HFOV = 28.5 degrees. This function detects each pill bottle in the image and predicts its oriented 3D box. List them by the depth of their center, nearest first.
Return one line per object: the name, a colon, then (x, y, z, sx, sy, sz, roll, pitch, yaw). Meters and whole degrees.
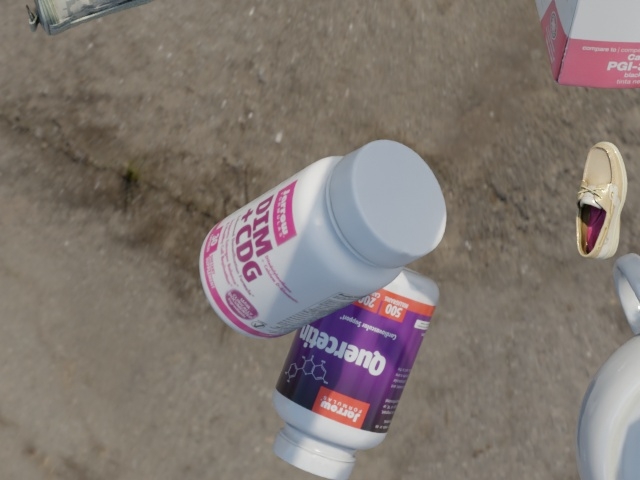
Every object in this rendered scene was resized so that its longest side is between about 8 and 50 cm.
pill bottle: (0.000, 0.000, 1.435, 0.160, 0.160, 0.283, 47, 137, -13)
pill bottle: (0.042, 0.181, 1.862, 0.181, 0.181, 0.323, 20, 92, -4)

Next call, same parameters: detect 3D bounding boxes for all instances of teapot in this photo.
teapot: (0.348, 0.177, 1.195, 0.252, 0.187, 0.256, 24, 98, -5)

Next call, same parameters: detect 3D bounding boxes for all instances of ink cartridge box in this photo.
ink cartridge box: (0.305, -0.327, 1.279, 0.117, 0.207, 0.283, 2, 137, -4)

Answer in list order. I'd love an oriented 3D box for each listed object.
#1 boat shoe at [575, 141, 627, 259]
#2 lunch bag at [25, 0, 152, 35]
boat shoe: (0.393, -0.054, 1.782, 0.063, 0.059, 0.170, 5, 98, 44)
lunch bag: (-0.269, -0.423, 1.637, 0.305, 0.212, 0.256, -21, 88, -12)
